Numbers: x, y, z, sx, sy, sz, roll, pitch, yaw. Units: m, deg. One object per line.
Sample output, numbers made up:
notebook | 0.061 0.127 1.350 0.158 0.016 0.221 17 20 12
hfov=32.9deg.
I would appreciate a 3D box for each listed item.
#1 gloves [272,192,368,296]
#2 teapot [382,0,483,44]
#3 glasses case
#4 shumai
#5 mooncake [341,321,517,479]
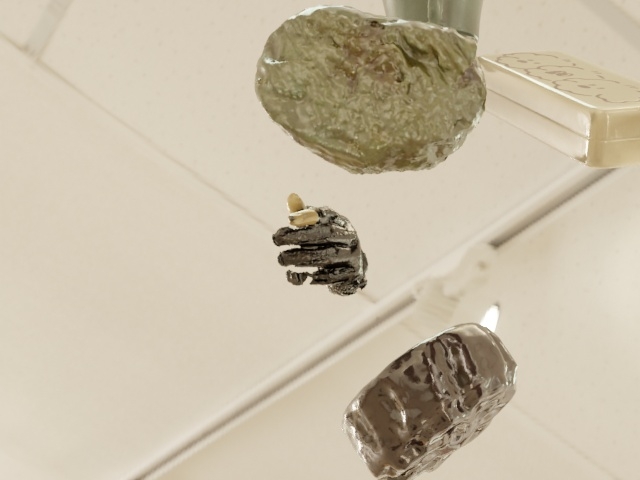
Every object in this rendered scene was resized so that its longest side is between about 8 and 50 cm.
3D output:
gloves | 0.003 0.002 1.564 0.106 0.129 0.181 -1 -20 16
teapot | 0.160 -0.313 1.552 0.162 0.149 0.239 1 -6 3
glasses case | 0.331 -0.180 1.426 0.144 0.336 0.076 -6 -68 -18
shumai | 0.059 -0.150 1.233 0.256 0.189 0.218 17 -9 11
mooncake | 0.174 0.253 1.644 0.141 0.283 0.283 53 -34 21
